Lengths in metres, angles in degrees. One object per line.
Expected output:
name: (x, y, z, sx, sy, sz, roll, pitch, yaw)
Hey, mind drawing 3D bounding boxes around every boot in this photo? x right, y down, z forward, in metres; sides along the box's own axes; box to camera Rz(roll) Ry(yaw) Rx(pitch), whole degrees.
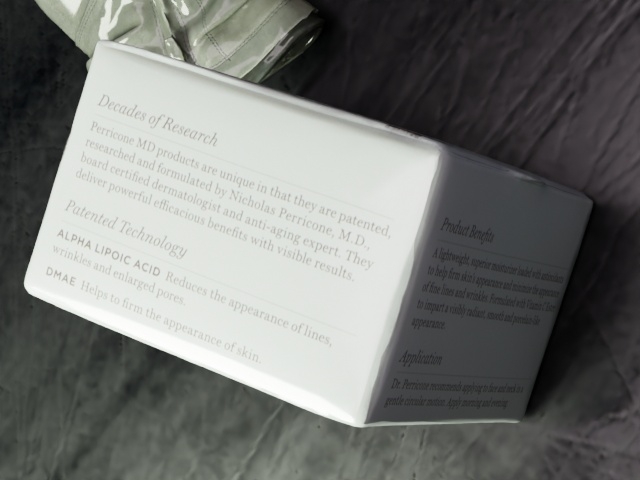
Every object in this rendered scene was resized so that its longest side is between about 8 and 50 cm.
boot: (-0.043, -0.166, 0.903, 0.246, 0.083, 0.161, -39, 82, 19)

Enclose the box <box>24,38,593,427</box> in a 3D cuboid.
box: (0.000, 0.000, 0.794, 0.181, 0.181, 0.119, 20, 94, 28)
